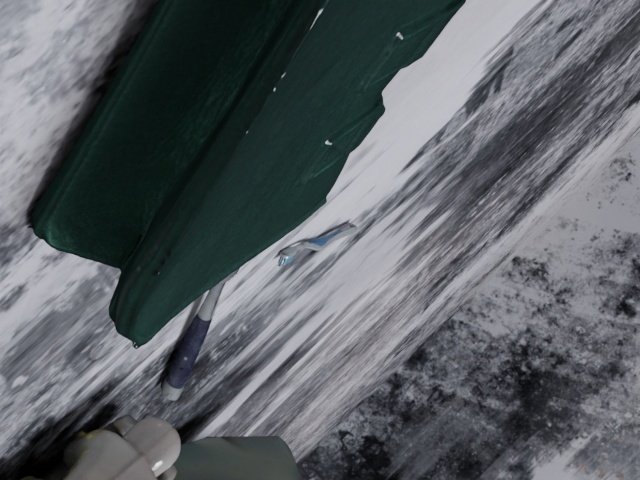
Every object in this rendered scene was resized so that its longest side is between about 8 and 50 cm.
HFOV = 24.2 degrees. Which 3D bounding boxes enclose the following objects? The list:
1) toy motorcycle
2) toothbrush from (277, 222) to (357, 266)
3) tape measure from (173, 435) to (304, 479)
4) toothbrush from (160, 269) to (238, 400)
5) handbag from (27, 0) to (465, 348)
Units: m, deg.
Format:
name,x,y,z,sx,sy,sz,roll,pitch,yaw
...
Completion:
name,x,y,z,sx,sy,sz,roll,pitch,yaw
toy motorcycle,-0.211,0.233,1.240,0.223,0.108,0.341,-40,179,24
toothbrush,0.000,0.000,1.418,0.162,0.014,0.017,-26,144,-61
tape measure,-0.113,0.360,1.619,0.259,0.262,0.138,-5,141,-43
toothbrush,-0.102,0.071,1.278,0.026,0.024,0.288,-55,176,-34
handbag,-0.007,-0.105,0.786,0.238,0.089,0.326,-33,163,-49
